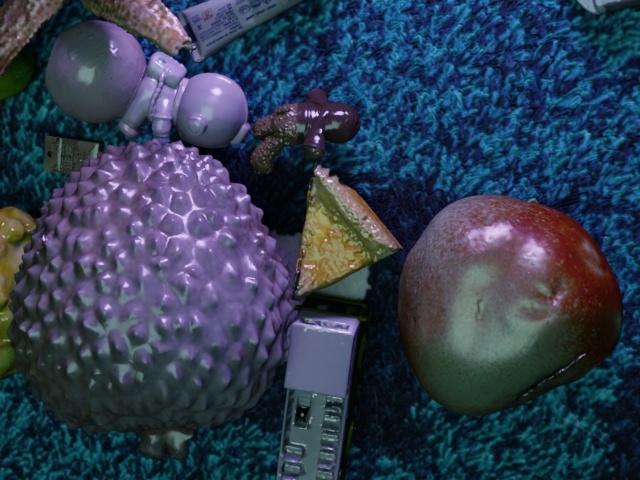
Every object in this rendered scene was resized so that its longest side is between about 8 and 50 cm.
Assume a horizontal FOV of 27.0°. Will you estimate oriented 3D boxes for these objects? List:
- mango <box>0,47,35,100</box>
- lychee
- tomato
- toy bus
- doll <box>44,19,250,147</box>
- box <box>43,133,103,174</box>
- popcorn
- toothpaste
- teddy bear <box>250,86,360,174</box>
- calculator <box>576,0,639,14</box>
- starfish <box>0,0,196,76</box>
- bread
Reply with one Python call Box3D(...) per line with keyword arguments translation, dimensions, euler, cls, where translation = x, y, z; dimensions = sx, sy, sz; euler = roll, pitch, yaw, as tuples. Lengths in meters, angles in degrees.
Box3D(translation=(-0.497, -0.252, 1.897), dimensions=(0.178, 0.100, 0.119), euler=(8, 102, 1), cls="mango")
Box3D(translation=(-0.222, 0.081, 1.784), dimensions=(0.380, 0.380, 0.432), euler=(-3, 89, 12), cls="lychee")
Box3D(translation=(0.246, 0.091, 1.755), dimensions=(0.303, 0.239, 0.304), euler=(2, 100, 14), cls="tomato")
Box3D(translation=(0.000, 0.234, 1.887), dimensions=(0.113, 0.139, 0.302), euler=(9, 104, 9), cls="toy bus")
Box3D(translation=(-0.230, -0.206, 1.837), dimensions=(0.287, 0.151, 0.151), euler=(19, 105, 2), cls="doll")
Box3D(translation=(-0.359, -0.123, 1.936), dimensions=(0.083, 0.024, 0.053), euler=(7, 104, 8), cls="box")
Box3D(translation=(-0.502, 0.080, 1.907), dimensions=(0.241, 0.235, 0.250), euler=(-6, 79, 39), cls="popcorn")
Box3D(translation=(-0.074, -0.331, 1.823), dimensions=(0.268, 0.047, 0.069), euler=(-24, 116, 17), cls="toothpaste")
Box3D(translation=(-0.028, -0.159, 1.823), dimensions=(0.160, 0.119, 0.078), euler=(-13, 142, 14), cls="teddy bear")
Box3D(translation=(0.432, -0.377, 1.714), dimensions=(0.246, 0.045, 0.141), euler=(-12, 100, 13), cls="calculator")
Box3D(translation=(-0.283, -0.347, 1.762), dimensions=(0.432, 0.324, 0.082), euler=(-15, 140, 16), cls="starfish")
Box3D(translation=(0.000, 0.000, 1.834), dimensions=(0.160, 0.140, 0.169), euler=(-41, 88, 5), cls="bread")
